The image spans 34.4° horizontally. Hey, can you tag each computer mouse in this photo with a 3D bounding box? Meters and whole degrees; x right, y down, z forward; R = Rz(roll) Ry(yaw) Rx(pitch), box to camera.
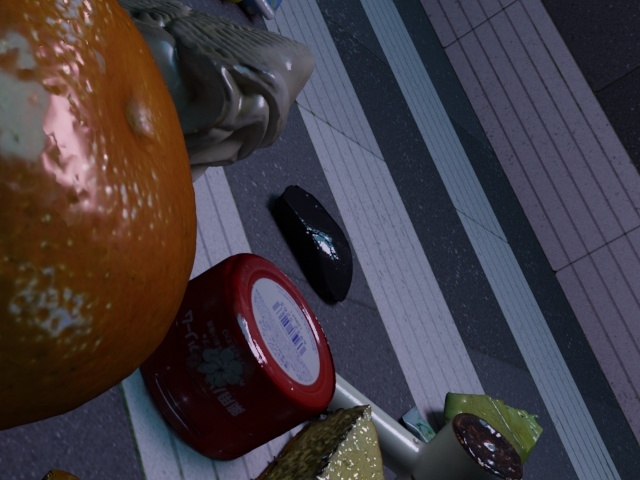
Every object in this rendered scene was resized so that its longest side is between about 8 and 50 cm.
[{"bbox_3d":[0.000,0.000,1.763,0.217,0.073,0.122,60,21,10],"label":"computer mouse"}]

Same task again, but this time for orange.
[{"bbox_3d":[-0.289,-0.049,0.833,0.424,0.326,0.423,-14,90,-78],"label":"orange"}]

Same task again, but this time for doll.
[{"bbox_3d":[-0.147,-0.526,2.132,0.241,0.099,0.135,-7,100,-66],"label":"doll"}]

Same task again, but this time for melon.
[{"bbox_3d":[0.332,0.373,1.924,0.323,0.124,0.196,26,38,-64],"label":"melon"}]

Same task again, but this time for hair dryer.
[{"bbox_3d":[0.085,0.279,1.460,0.362,0.203,0.128,38,22,1],"label":"hair dryer"}]

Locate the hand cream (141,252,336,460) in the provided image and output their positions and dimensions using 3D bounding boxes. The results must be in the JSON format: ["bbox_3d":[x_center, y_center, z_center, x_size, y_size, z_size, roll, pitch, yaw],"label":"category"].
[{"bbox_3d":[-0.096,0.138,1.254,0.230,0.149,0.230,50,20,-26],"label":"hand cream"}]

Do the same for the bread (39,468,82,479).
[{"bbox_3d":[-0.233,0.251,0.929,0.081,0.046,0.083,53,22,-6],"label":"bread"}]

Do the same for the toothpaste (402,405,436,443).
[{"bbox_3d":[0.228,0.414,1.743,0.296,0.048,0.075,57,23,9],"label":"toothpaste"}]

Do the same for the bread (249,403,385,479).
[{"bbox_3d":[0.006,0.308,1.276,0.134,0.129,0.260,63,21,-6],"label":"bread"}]

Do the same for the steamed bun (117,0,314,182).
[{"bbox_3d":[-0.191,-0.197,1.393,0.310,0.219,0.324,19,18,4],"label":"steamed bun"}]
